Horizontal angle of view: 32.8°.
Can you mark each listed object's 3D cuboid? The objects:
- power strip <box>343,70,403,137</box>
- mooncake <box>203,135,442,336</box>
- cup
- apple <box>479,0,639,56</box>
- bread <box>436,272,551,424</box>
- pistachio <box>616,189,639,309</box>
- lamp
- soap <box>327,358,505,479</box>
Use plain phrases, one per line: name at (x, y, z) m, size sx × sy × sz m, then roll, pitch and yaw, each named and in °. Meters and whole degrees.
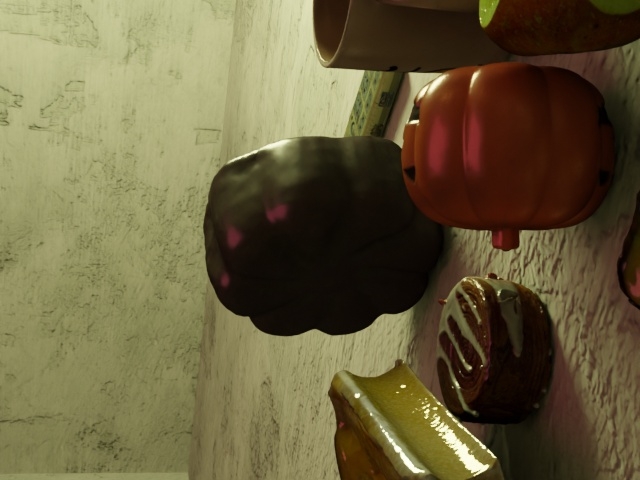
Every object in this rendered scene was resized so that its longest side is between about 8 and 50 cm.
power strip at (0.076, -0.195, 1.660) m, size 0.268 × 0.034 × 0.092 m, roll 108°, pitch 159°, yaw -46°
mooncake at (0.000, 0.000, 1.397) m, size 0.306 × 0.306 × 0.154 m, roll 106°, pitch 159°, yaw -44°
cup at (0.116, -0.270, 1.170) m, size 0.253 × 0.200 × 0.191 m, roll -131°, pitch 46°, yaw -72°
apple at (0.201, -0.226, 0.889) m, size 0.146 × 0.163 × 0.147 m, roll -167°, pitch 68°, yaw -70°
bread at (0.174, 0.114, 1.128) m, size 0.160 × 0.073 × 0.160 m, roll -178°, pitch 90°, yaw -77°
pistachio at (0.273, -0.010, 0.803) m, size 0.089 × 0.049 × 0.173 m, roll 61°, pitch 152°, yaw 22°
lamp at (0.166, -0.072, 0.971) m, size 0.187 × 0.188 × 0.163 m, roll 163°, pitch 109°, yaw -75°
soap at (0.115, 0.273, 1.084) m, size 0.281 × 0.143 × 0.259 m, roll -131°, pitch 22°, yaw -70°
